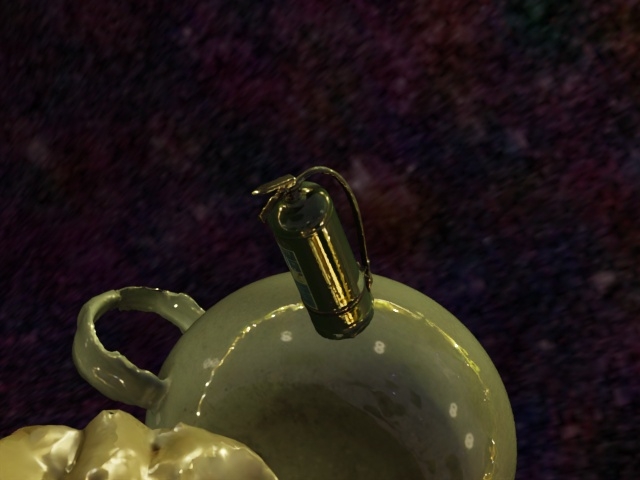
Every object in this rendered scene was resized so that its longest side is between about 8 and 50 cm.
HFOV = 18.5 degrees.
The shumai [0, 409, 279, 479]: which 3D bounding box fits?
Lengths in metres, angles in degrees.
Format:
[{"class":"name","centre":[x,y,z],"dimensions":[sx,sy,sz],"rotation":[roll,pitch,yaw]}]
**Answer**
[{"class":"shumai","centre":[-0.126,0.166,0.789],"dimensions":[0.314,0.267,0.262],"rotation":[54,48,-44]}]

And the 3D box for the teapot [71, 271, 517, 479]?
[{"class":"teapot","centre":[0.006,0.103,1.025],"dimensions":[0.294,0.193,0.129],"rotation":[27,27,-1]}]

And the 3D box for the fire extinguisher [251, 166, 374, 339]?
[{"class":"fire extinguisher","centre":[0.000,0.000,0.723],"dimensions":[0.038,0.025,0.083],"rotation":[-42,138,-16]}]
